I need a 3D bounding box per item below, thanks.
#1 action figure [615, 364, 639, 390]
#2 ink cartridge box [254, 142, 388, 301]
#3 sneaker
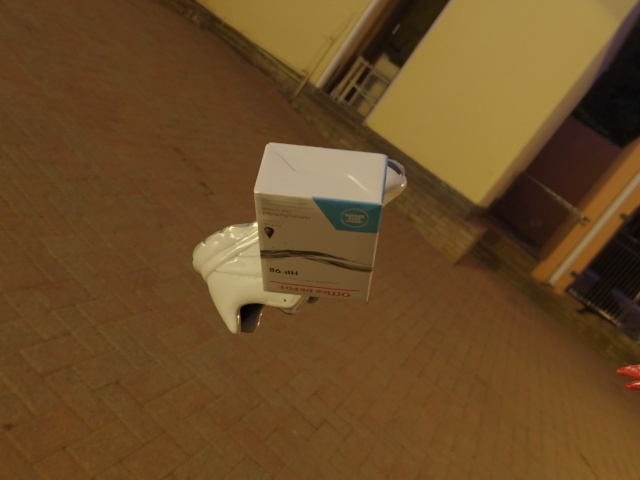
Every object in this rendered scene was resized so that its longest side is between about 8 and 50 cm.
[{"bbox_3d":[0.358,0.296,0.707,0.091,0.139,0.280,40,40,-43],"label":"action figure"},{"bbox_3d":[0.000,0.000,0.567,0.104,0.180,0.060,6,52,3],"label":"ink cartridge box"},{"bbox_3d":[-0.016,0.008,0.718,0.111,0.297,0.129,6,56,-55],"label":"sneaker"}]
